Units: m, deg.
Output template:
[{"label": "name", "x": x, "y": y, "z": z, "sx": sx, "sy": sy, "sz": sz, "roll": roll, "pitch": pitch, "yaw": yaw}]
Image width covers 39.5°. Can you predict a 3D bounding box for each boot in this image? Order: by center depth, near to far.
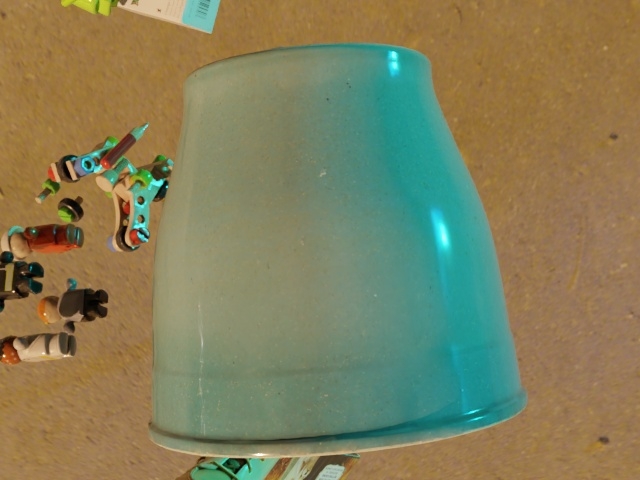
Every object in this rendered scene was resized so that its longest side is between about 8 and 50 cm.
[{"label": "boot", "x": -0.102, "y": 0.294, "z": 1.253, "sx": 0.095, "sy": 0.262, "sz": 0.203, "roll": 39, "pitch": 86, "yaw": 11}]

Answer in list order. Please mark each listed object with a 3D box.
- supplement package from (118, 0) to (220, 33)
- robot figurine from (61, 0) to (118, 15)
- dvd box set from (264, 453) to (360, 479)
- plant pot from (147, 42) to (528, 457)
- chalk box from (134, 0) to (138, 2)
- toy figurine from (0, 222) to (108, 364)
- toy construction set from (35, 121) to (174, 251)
[{"label": "supplement package", "x": -0.281, "y": -0.449, "z": 1.600, "sx": 0.179, "sy": 0.105, "sz": 0.105, "roll": 20, "pitch": 100, "yaw": 23}, {"label": "robot figurine", "x": -0.409, "y": -0.438, "z": 1.548, "sx": 0.115, "sy": 0.067, "sz": 0.101, "roll": 28, "pitch": 59, "yaw": -1}, {"label": "dvd box set", "x": -0.125, "y": 0.531, "z": 1.606, "sx": 0.062, "sy": 0.308, "sz": 0.420, "roll": 36, "pitch": 91, "yaw": 31}, {"label": "plant pot", "x": 0.000, "y": 0.000, "z": 0.651, "sx": 0.272, "sy": 0.271, "sz": 0.255, "roll": -5, "pitch": 89, "yaw": -3}, {"label": "chalk box", "x": -0.318, "y": -0.468, "z": 1.268, "sx": 0.213, "sy": 0.132, "sz": 0.132, "roll": 25, "pitch": 52, "yaw": -8}, {"label": "toy figurine", "x": -0.472, "y": 0.089, "z": 1.470, "sx": 0.148, "sy": 0.209, "sz": 0.213, "roll": -7, "pitch": 29, "yaw": 17}, {"label": "toy construction set", "x": -0.408, "y": -0.152, "z": 1.888, "sx": 0.257, "sy": 0.309, "sz": 0.237, "roll": 39, "pitch": 54, "yaw": -6}]
